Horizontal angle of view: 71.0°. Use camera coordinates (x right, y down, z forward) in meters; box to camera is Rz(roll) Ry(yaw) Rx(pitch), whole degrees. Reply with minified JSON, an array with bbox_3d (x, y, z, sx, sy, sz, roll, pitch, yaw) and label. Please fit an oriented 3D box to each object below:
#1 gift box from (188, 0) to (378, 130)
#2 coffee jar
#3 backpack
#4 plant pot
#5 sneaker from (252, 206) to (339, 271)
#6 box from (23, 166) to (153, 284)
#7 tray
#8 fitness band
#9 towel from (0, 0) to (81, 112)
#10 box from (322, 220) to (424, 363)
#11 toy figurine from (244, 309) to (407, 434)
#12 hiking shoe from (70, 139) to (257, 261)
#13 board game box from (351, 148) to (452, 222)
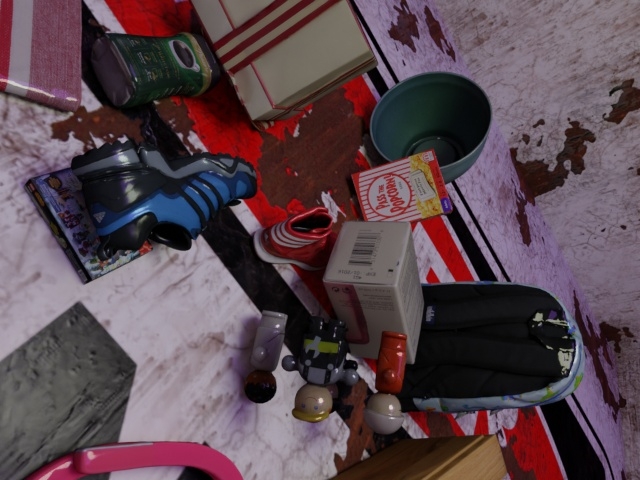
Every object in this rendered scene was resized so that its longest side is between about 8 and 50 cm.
[{"bbox_3d":[-0.071,-0.361,0.775,0.255,0.258,0.276,63,18,-4],"label":"gift box"},{"bbox_3d":[-0.241,-0.263,0.685,0.184,0.079,0.096,-34,100,-50],"label":"coffee jar"},{"bbox_3d":[0.335,0.214,0.915,0.273,0.355,0.290,35,48,-36],"label":"backpack"},{"bbox_3d":[0.291,-0.259,1.178,0.196,0.292,0.294,55,31,-61],"label":"plant pot"},{"bbox_3d":[0.000,0.000,0.804,0.221,0.128,0.087,-2,74,-50],"label":"sneaker"},{"bbox_3d":[-0.286,-0.026,0.564,0.094,0.027,0.137,-38,103,-51],"label":"box"},{"bbox_3d":[0.105,0.390,0.683,0.410,0.202,0.076,5,68,-48],"label":"tray"},{"bbox_3d":[-0.203,0.329,0.480,0.290,0.054,0.209,21,61,-42],"label":"fitness band"},{"bbox_3d":[-0.445,-0.296,0.502,0.328,0.037,0.237,8,69,-46],"label":"towel"},{"bbox_3d":[0.106,0.096,0.818,0.233,0.126,0.149,71,30,-41],"label":"box"},{"bbox_3d":[0.006,0.194,0.662,0.209,0.212,0.148,20,75,-39],"label":"toy figurine"},{"bbox_3d":[-0.192,-0.052,0.620,0.304,0.113,0.132,-11,93,-60],"label":"hiking shoe"},{"bbox_3d":[0.183,-0.106,1.021,0.045,0.193,0.147,30,44,-78],"label":"board game box"}]
